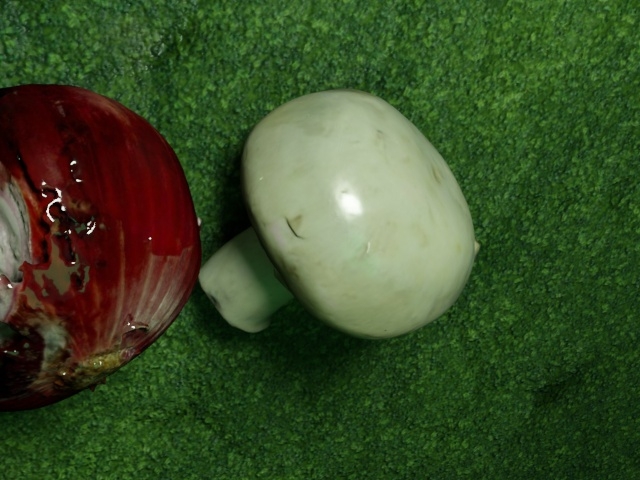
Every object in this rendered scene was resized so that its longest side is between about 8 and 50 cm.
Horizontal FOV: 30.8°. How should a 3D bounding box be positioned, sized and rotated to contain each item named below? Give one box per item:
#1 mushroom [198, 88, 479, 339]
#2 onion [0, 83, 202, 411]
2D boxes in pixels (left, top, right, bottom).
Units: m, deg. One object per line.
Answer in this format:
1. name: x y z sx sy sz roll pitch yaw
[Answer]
1. mushroom: 0.000 0.000 1.349 0.314 0.314 0.336 28 128 -37
2. onion: -0.272 0.007 1.178 0.341 0.341 0.341 -13 127 -18
